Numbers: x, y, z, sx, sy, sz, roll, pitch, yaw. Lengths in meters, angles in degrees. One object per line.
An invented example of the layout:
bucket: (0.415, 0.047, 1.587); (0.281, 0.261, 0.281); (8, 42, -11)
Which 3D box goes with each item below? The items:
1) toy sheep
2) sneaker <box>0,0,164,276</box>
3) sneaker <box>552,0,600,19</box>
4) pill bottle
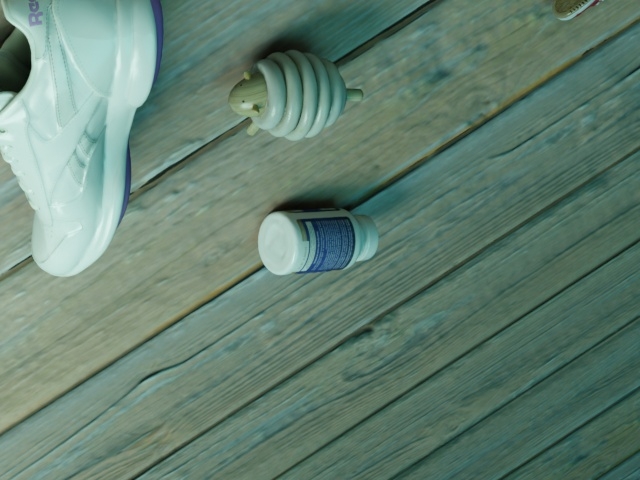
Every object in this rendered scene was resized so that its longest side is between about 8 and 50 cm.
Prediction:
toy sheep: (-0.022, -0.132, 1.477); (0.132, 0.091, 0.091); (-9, 140, -27)
sneaker: (-0.226, -0.095, 1.340); (0.152, 0.114, 0.305); (-1, 133, -22)
sneaker: (0.291, -0.260, 1.632); (0.118, 0.042, 0.067); (-46, 143, 14)
pill bottle: (0.000, 0.000, 1.686); (0.120, 0.067, 0.067); (-4, 137, -39)
